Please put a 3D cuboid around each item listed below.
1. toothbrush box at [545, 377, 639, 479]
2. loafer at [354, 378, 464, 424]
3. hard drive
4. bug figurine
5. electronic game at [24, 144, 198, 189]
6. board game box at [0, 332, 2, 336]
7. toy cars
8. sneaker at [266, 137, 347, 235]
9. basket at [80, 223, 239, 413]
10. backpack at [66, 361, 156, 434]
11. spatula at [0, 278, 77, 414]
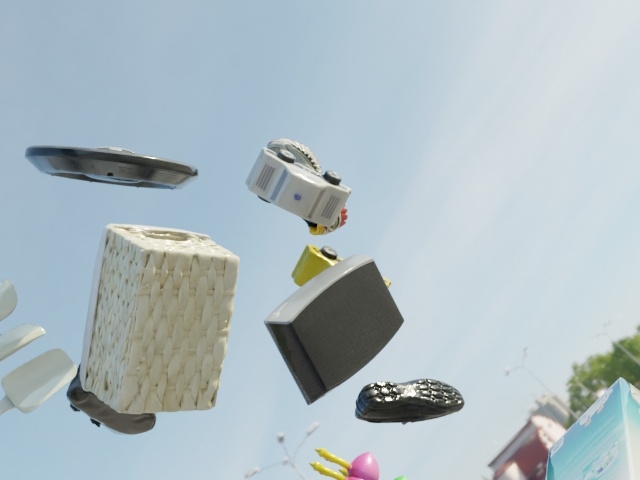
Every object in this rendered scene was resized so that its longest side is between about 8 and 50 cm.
[{"bbox_3d":[0.320,0.280,0.631,0.126,0.216,0.295,-55,-10,19],"label":"toothbrush box"},{"bbox_3d":[0.169,0.312,1.359,0.223,0.076,0.078,4,-50,-22],"label":"loafer"},{"bbox_3d":[0.036,0.136,1.174,0.054,0.172,0.254,-20,9,46],"label":"hard drive"},{"bbox_3d":[0.040,0.345,0.766,0.279,0.072,0.216,49,-129,-49],"label":"bug figurine"},{"bbox_3d":[-0.283,-0.103,0.976,0.229,0.229,0.048,7,-91,-60],"label":"electronic game"},{"bbox_3d":[-0.521,0.135,0.945,0.060,0.194,0.194,-42,-59,15],"label":"board game box"},{"bbox_3d":[0.000,0.000,1.328,0.176,0.394,0.087,-21,22,9],"label":"toy cars"},{"bbox_3d":[-0.037,-0.110,1.443,0.092,0.225,0.088,-34,-4,-44],"label":"sneaker"},{"bbox_3d":[-0.152,0.076,0.683,0.113,0.103,0.167,7,-83,-37],"label":"basket"},{"bbox_3d":[-0.459,0.265,1.779,0.273,0.356,0.290,-12,-37,7],"label":"backpack"},{"bbox_3d":[-0.439,0.173,0.855,0.242,0.168,0.019,-36,-11,-25],"label":"spatula"}]
